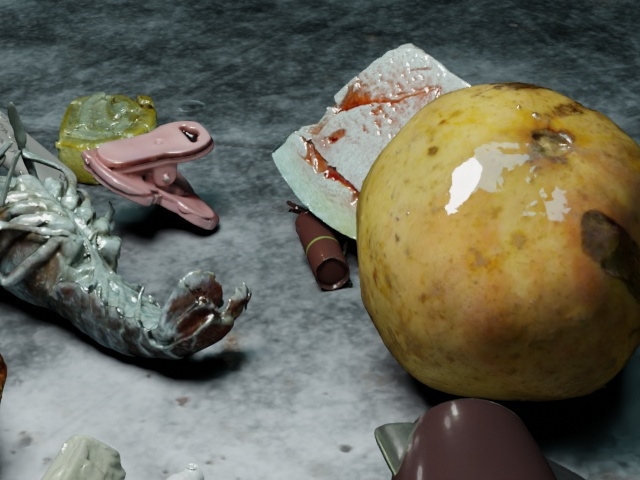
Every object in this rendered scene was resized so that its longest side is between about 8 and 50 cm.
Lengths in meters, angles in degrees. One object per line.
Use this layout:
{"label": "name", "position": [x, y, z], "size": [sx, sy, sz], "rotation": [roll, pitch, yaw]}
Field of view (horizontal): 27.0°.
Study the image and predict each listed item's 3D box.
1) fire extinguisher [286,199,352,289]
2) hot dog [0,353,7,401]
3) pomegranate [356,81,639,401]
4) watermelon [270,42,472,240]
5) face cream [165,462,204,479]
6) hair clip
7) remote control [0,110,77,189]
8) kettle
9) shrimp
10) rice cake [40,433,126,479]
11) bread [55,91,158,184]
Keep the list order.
{"label": "fire extinguisher", "position": [0.000, 0.000, 1.367], "size": [0.056, 0.039, 0.132], "rotation": [23, 22, -24]}
{"label": "hot dog", "position": [-0.438, 0.084, 1.046], "size": [0.367, 0.196, 0.365], "rotation": [8, 26, -31]}
{"label": "pomegranate", "position": [0.158, 0.005, 1.139], "size": [0.281, 0.281, 0.281], "rotation": [-2, 32, 1]}
{"label": "watermelon", "position": [0.120, -0.106, 1.380], "size": [0.261, 0.201, 0.213], "rotation": [-16, 45, -36]}
{"label": "face cream", "position": [-0.135, 0.217, 1.025], "size": [0.034, 0.034, 0.130], "rotation": [18, 38, 29]}
{"label": "hair clip", "position": [-0.180, -0.061, 1.413], "size": [0.138, 0.102, 0.123], "rotation": [-19, 38, -29]}
{"label": "remote control", "position": [-0.365, -0.131, 1.438], "size": [0.029, 0.261, 0.067], "rotation": [-37, 26, 23]}
{"label": "kettle", "position": [0.134, 0.214, 0.926], "size": [0.202, 0.144, 0.232], "rotation": [16, 29, -9]}
{"label": "shrimp", "position": [-0.246, 0.002, 1.284], "size": [0.410, 0.166, 0.221], "rotation": [40, 16, 30]}
{"label": "rice cake", "position": [-0.212, 0.237, 0.984], "size": [0.057, 0.052, 0.256], "rotation": [26, 34, 0]}
{"label": "bread", "position": [-0.249, -0.126, 1.562], "size": [0.117, 0.064, 0.156], "rotation": [-5, 33, -6]}
